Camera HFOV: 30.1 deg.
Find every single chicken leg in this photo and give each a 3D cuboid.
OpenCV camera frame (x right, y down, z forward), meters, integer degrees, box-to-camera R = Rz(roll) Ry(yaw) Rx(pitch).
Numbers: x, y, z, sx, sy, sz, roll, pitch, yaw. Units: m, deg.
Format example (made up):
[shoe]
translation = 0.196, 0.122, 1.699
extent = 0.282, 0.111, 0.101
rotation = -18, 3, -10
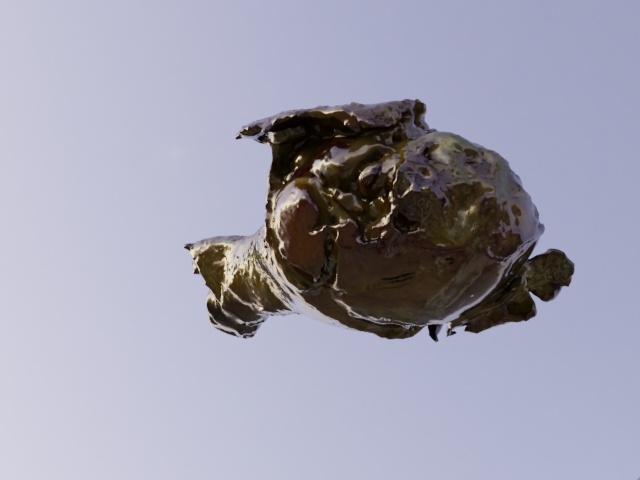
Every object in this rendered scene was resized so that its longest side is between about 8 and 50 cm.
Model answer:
[chicken leg]
translation = -0.005, -0.006, 0.897
extent = 0.361, 0.140, 0.211
rotation = -6, -59, 44

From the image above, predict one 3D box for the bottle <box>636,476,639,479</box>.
[bottle]
translation = 0.338, 0.235, 1.097
extent = 0.082, 0.072, 0.244
rotation = -11, -20, -11
